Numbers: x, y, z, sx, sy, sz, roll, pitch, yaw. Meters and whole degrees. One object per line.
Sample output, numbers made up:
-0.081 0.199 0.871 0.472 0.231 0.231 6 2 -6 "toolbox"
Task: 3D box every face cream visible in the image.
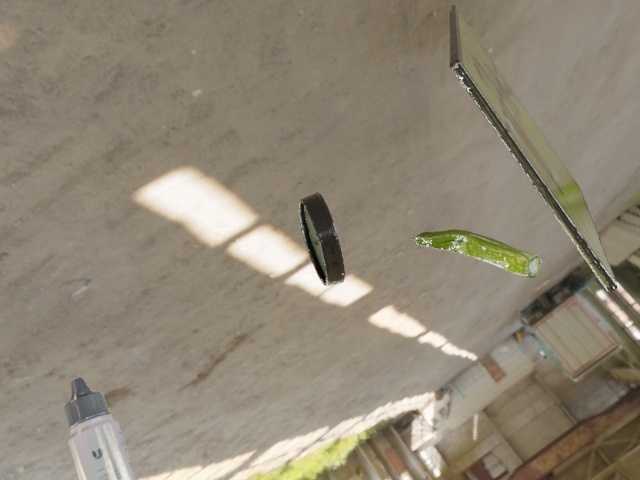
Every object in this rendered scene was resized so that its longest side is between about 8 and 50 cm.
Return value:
-0.385 0.389 1.087 0.092 0.311 0.092 -24 162 -8 "face cream"

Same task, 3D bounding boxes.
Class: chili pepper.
0.248 0.013 0.980 0.050 0.202 0.052 -62 150 -19 "chili pepper"

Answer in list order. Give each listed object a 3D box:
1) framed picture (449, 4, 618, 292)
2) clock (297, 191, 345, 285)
0.259 -0.126 0.765 0.014 0.338 0.255 -31 -159 28 "framed picture"
0.000 0.000 1.191 0.040 0.184 0.184 -16 156 -9 "clock"
